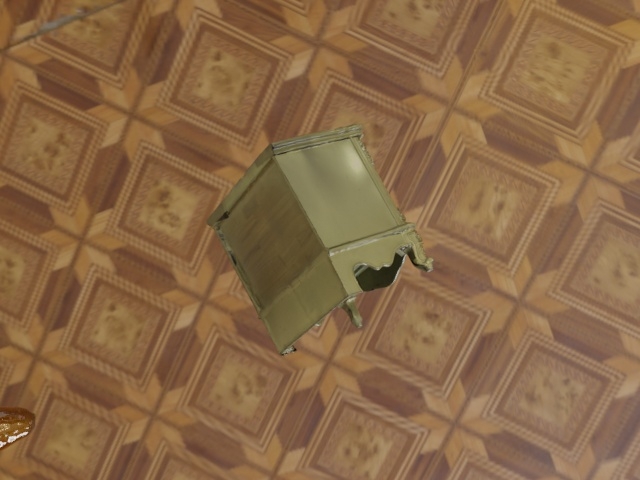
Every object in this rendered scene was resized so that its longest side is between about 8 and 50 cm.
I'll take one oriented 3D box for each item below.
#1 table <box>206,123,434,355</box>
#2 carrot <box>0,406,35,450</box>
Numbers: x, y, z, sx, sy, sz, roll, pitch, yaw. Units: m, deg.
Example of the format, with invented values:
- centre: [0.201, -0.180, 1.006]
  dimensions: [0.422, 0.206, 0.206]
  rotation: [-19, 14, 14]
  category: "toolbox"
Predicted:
- centre: [0.000, 0.000, 0.496]
  dimensions: [0.079, 0.062, 0.083]
  rotation: [-45, 68, 48]
  category: "table"
- centre: [-0.290, 0.132, 0.570]
  dimensions: [0.247, 0.043, 0.043]
  rotation: [-11, 100, -18]
  category: "carrot"
